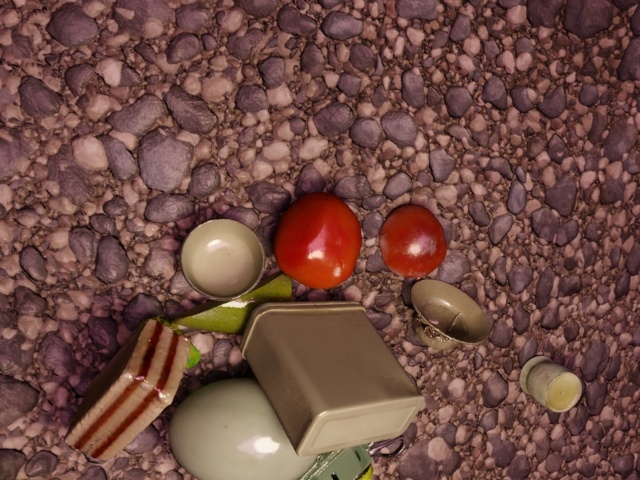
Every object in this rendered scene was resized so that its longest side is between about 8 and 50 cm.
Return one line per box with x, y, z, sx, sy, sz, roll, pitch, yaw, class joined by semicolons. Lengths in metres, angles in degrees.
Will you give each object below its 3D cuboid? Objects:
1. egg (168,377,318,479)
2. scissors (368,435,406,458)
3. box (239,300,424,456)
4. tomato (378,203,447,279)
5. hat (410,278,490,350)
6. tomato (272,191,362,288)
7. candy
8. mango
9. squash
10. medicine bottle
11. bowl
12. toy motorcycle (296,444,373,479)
-0.188;0.491;1.388;0.388;0.276;0.276;7;95;-3;egg
0.121;0.645;1.652;0.299;0.022;0.109;-19;99;-15;scissors
0.026;0.327;1.362;0.351;0.344;0.177;4;124;-36;box
0.278;0.012;1.583;0.199;0.112;0.228;-38;104;-9;tomato
0.356;0.247;1.610;0.257;0.257;0.130;11;124;-20;hat
0.003;0.003;1.449;0.259;0.180;0.260;-2;96;-23;tomato
-0.447;0.352;1.273;0.135;0.179;0.321;35;116;-19;candy
-0.385;0.263;1.378;0.178;0.119;0.100;41;67;-17;mango
-0.227;0.155;1.428;0.288;0.111;0.203;14;90;-18;squash
0.745;0.465;1.778;0.147;0.143;0.147;-2;100;-14;medicine bottle
-0.247;0.059;1.387;0.211;0.112;0.212;3;72;-9;bowl
-0.029;0.634;1.513;0.326;0.200;0.191;-33;116;-20;toy motorcycle
